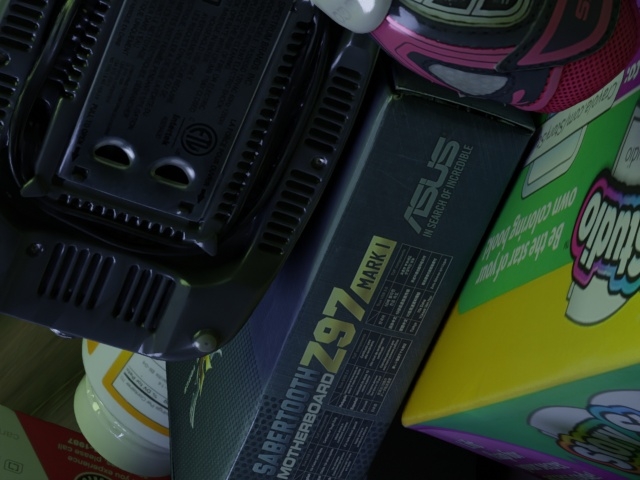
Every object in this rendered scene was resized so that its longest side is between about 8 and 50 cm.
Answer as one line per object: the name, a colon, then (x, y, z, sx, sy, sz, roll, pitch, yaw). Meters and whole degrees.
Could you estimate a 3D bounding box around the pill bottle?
pill bottle: (-0.061, 0.042, 1.149, 0.215, 0.117, 0.117, -52, 22, 36)

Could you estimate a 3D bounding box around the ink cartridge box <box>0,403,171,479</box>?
ink cartridge box: (-0.217, 0.242, 1.165, 0.131, 0.226, 0.306, -56, 21, 34)

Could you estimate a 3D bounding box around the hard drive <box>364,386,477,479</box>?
hard drive: (0.010, 0.136, 0.923, 0.172, 0.054, 0.255, -49, 24, 42)

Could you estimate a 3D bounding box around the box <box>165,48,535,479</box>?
box: (0.000, 0.000, 0.798, 0.183, 0.059, 0.233, -101, 30, -57)

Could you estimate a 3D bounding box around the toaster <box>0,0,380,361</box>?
toaster: (-0.055, -0.081, 0.719, 0.146, 0.129, 0.227, -101, 31, -61)

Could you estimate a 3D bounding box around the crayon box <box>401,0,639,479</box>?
crayon box: (0.158, -0.083, 0.609, 0.363, 0.106, 0.313, 141, 149, -76)

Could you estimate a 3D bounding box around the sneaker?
sneaker: (0.085, -0.168, 0.577, 0.299, 0.112, 0.121, -58, 9, -19)
